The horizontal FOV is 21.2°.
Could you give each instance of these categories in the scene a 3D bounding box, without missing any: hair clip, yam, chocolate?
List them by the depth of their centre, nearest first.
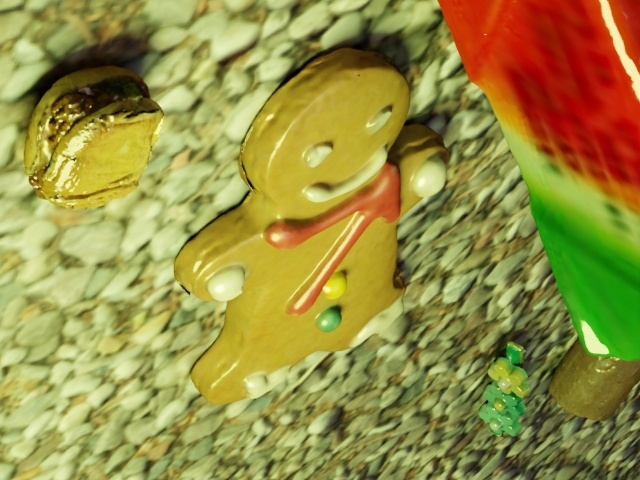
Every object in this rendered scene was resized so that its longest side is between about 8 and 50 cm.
[{"bbox_3d":[0.269,-0.143,0.992,0.360,0.161,0.341,-33,112,-14],"label":"chocolate"},{"bbox_3d":[0.180,0.150,1.634,0.049,0.049,0.173,-33,154,-15],"label":"hair clip"},{"bbox_3d":[0.287,0.117,1.686,0.084,0.084,0.127,-7,136,-48],"label":"yam"}]

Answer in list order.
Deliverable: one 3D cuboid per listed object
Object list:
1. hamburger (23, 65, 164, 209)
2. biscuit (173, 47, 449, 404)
[{"bbox_3d":[-0.125,-0.055,0.925,0.076,0.044,0.083,-16,147,-43],"label":"hamburger"},{"bbox_3d":[0.000,0.000,1.171,0.216,0.047,0.340,-27,151,-27],"label":"biscuit"}]
